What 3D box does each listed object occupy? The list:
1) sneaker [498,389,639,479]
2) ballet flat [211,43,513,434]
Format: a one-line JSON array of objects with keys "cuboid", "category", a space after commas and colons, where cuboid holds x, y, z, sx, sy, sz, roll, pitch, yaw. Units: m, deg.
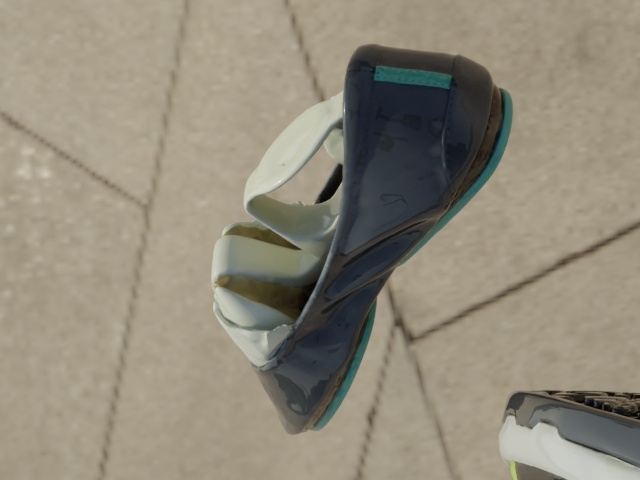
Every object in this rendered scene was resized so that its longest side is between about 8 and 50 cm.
[{"cuboid": [0.106, 0.093, 0.471, 0.234, 0.084, 0.097, -164, 77, -73], "category": "sneaker"}, {"cuboid": [0.000, 0.000, 0.691, 0.074, 0.074, 0.203, 59, 145, 22], "category": "ballet flat"}]
